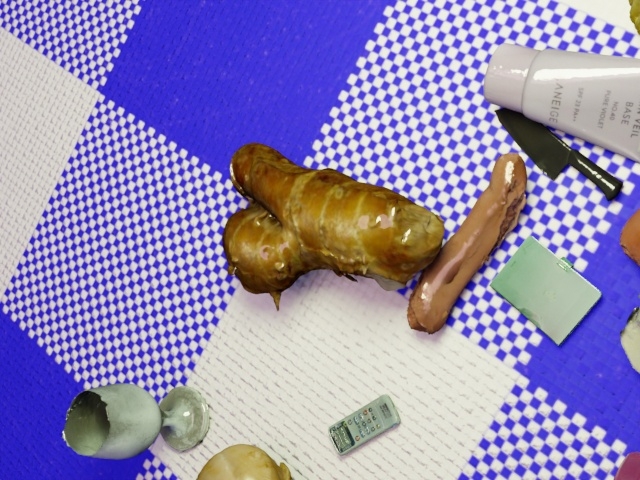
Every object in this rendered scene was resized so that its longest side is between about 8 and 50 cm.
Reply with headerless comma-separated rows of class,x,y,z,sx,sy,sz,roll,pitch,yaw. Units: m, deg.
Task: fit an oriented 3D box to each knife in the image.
knife,0.336,-0.127,1.265,0.230,0.028,0.060,46,118,28

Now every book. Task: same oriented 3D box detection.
book,0.324,0.069,1.248,0.135,0.017,0.103,43,108,27

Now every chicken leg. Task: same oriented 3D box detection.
chicken leg,-0.097,0.535,1.329,0.295,0.182,0.409,-56,49,28

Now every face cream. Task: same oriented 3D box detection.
face cream,0.369,-0.201,1.212,0.273,0.096,0.154,21,122,27

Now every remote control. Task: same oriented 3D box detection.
remote control,0.068,0.291,1.366,0.124,0.018,0.053,-34,68,22

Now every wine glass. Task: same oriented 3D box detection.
wine glass,-0.304,0.300,1.450,0.126,0.241,0.127,-6,78,30

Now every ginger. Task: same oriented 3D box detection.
ginger,0.000,0.000,1.353,0.418,0.176,0.254,16,96,35

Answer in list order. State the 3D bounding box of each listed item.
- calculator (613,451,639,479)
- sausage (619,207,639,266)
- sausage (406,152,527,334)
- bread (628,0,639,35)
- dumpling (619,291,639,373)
calculator,0.464,0.304,1.077,0.190,0.126,0.034,3,106,29
sausage,0.477,-0.045,1.144,0.194,0.077,0.077,-48,64,18
sausage,0.219,0.008,1.285,0.078,0.078,0.304,39,104,27
bread,0.514,-0.331,1.119,0.239,0.139,0.240,-2,86,29
dumpling,0.520,0.087,1.076,0.227,0.243,0.175,40,64,9
